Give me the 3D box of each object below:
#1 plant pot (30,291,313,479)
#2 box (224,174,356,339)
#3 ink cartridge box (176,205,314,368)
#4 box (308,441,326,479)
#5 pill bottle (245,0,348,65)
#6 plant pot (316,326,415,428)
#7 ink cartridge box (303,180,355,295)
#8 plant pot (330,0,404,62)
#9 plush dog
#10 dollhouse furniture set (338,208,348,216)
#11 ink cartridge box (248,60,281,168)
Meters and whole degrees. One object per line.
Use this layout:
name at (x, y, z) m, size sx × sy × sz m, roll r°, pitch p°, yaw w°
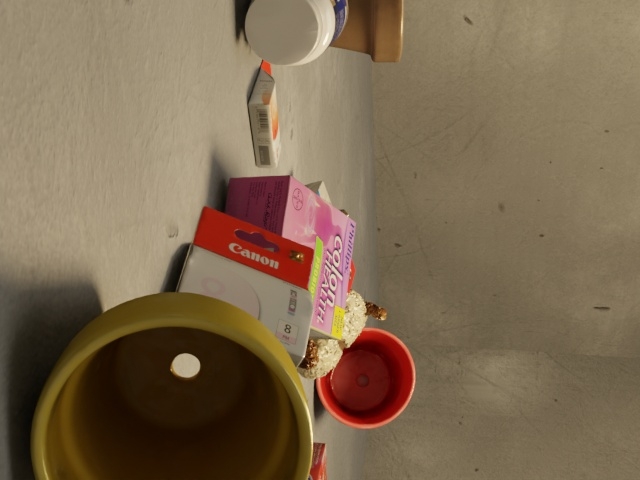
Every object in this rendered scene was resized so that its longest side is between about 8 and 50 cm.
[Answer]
plant pot at (-0.142, 0.160, 0.965) m, size 0.239 × 0.254 × 0.254 m, roll -112°, pitch -157°, yaw -76°
box at (-0.055, 0.035, 1.570) m, size 0.243 × 0.117 × 0.214 m, roll 34°, pitch 60°, yaw -58°
ink cartridge box at (-0.098, 0.053, 1.340) m, size 0.066 × 0.189 × 0.232 m, roll 127°, pitch -19°, yaw -49°
box at (-0.063, 0.527, 1.909) m, size 0.257 × 0.122 × 0.128 m, roll -71°, pitch 163°, yaw -61°
pill bottle at (-0.042, -0.387, 1.662) m, size 0.265 × 0.153 × 0.153 m, roll -67°, pitch 158°, yaw -67°
plant pot at (0.120, 0.389, 2.686) m, size 0.243 × 0.275 × 0.275 m, roll 96°, pitch -2°, yaw -79°
ink cartridge box at (0.000, 0.003, 2.084) m, size 0.134 × 0.078 × 0.231 m, roll -69°, pitch 141°, yaw -64°
plant pot at (0.042, -0.478, 1.877) m, size 0.263 × 0.229 × 0.263 m, roll -1°, pitch 90°, yaw -88°
plush dog at (0.014, 0.215, 2.201) m, size 0.225 × 0.210 × 0.262 m, roll -61°, pitch 165°, yaw -12°
dollhouse furniture set at (0.000, 0.000, 2.378) m, size 0.161 × 0.101 × 0.182 m, roll -127°, pitch -147°, yaw -64°
ink cartridge box at (-0.089, -0.242, 1.765) m, size 0.179 × 0.045 × 0.145 m, roll -74°, pitch 165°, yaw -46°
